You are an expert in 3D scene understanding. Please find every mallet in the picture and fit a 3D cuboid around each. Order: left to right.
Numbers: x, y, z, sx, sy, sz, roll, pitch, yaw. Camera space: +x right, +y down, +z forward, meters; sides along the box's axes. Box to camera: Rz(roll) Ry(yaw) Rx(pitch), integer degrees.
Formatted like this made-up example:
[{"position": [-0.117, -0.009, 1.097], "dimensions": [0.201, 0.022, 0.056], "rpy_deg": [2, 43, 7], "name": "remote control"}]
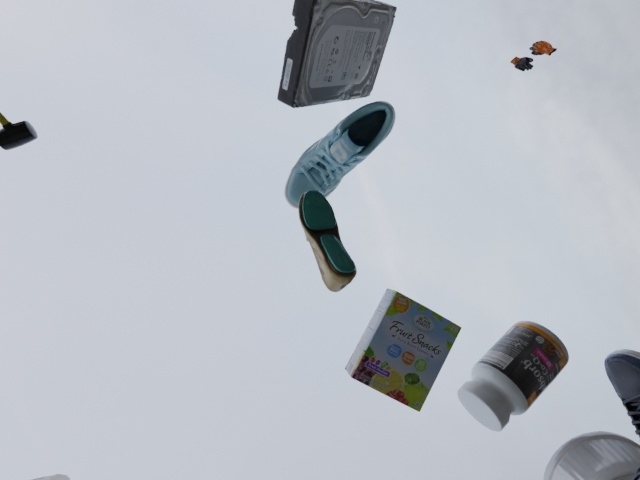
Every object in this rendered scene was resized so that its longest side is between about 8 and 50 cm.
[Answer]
[{"position": [-0.589, -0.239, 0.688], "dimensions": [0.062, 0.039, 0.189], "rpy_deg": [-32, -45, -2], "name": "mallet"}]

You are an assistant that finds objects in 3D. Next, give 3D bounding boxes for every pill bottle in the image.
[{"position": [0.505, 0.354, 1.057], "dimensions": [0.279, 0.162, 0.162], "rpy_deg": [-36, -76, -20], "name": "pill bottle"}]

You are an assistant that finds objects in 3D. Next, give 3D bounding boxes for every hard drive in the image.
[{"position": [0.049, -0.458, 0.971], "dimensions": [0.064, 0.236, 0.339], "rpy_deg": [34, -142, 23], "name": "hard drive"}]

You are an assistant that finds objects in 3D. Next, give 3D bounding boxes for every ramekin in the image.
[{"position": [0.665, 0.586, 0.893], "dimensions": [0.273, 0.127, 0.272], "rpy_deg": [0, -91, 2], "name": "ramekin"}]

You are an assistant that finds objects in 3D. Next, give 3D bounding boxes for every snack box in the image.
[{"position": [0.180, 0.236, 0.876], "dimensions": [0.175, 0.070, 0.206], "rpy_deg": [29, -96, -9], "name": "snack box"}]

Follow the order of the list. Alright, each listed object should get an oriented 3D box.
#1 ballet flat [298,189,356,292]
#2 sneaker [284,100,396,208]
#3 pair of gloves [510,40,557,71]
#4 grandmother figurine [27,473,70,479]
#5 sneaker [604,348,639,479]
[{"position": [0.000, 0.000, 0.782], "dimensions": [0.080, 0.073, 0.232], "rpy_deg": [0, -133, -24], "name": "ballet flat"}, {"position": [0.039, -0.224, 1.015], "dimensions": [0.135, 0.150, 0.366], "rpy_deg": [44, -84, 0], "name": "sneaker"}, {"position": [0.497, -0.433, 0.938], "dimensions": [0.010, 0.083, 0.074], "rpy_deg": [38, -157, -37], "name": "pair of gloves"}, {"position": [-0.083, 0.253, 0.066], "dimensions": [0.208, 0.104, 0.341], "rpy_deg": [9, -113, -78], "name": "grandmother figurine"}, {"position": [0.427, 0.254, 0.512], "dimensions": [0.164, 0.086, 0.226], "rpy_deg": [-7, -131, -23], "name": "sneaker"}]
